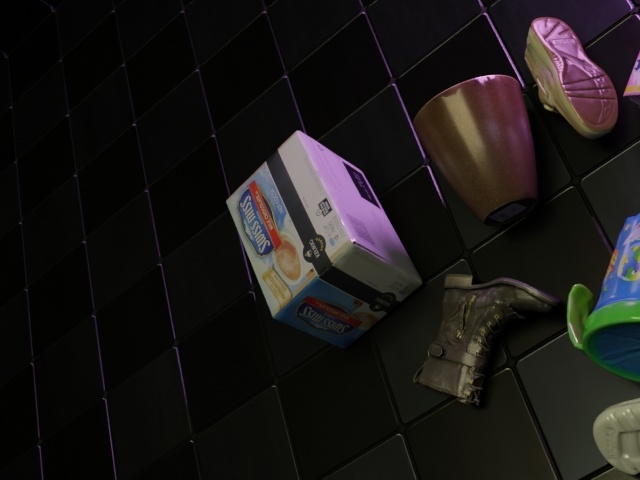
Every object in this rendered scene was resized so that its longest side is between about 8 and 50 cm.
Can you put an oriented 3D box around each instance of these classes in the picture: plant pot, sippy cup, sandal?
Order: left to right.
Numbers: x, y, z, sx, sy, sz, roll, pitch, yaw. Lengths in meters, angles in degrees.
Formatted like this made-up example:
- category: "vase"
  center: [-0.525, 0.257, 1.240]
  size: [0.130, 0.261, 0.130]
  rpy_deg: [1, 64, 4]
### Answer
- category: "plant pot"
  center: [0.312, -0.151, 1.937]
  size: [0.215, 0.215, 0.230]
  rpy_deg: [-30, 66, 27]
- category: "sippy cup"
  center: [0.534, 0.079, 1.600]
  size: [0.305, 0.240, 0.224]
  rpy_deg: [7, 61, 18]
- category: "sandal"
  center: [0.597, 0.256, 1.516]
  size: [0.416, 0.169, 0.102]
  rpy_deg: [-10, 23, 39]

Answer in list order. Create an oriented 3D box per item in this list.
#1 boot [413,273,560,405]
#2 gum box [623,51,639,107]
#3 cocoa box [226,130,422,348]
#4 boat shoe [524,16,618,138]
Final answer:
- category: "boot"
  center: [0.295, 0.183, 1.856]
  size: [0.263, 0.091, 0.229]
  rpy_deg: [4, 77, 47]
- category: "gum box"
  center: [0.611, -0.286, 1.780]
  size: [0.188, 0.062, 0.107]
  rpy_deg: [10, 75, 66]
- category: "cocoa box"
  center: [0.000, 0.000, 2.094]
  size: [0.228, 0.231, 0.347]
  rpy_deg: [-42, 46, 19]
- category: "boat shoe"
  center: [0.459, -0.288, 1.938]
  size: [0.098, 0.109, 0.302]
  rpy_deg: [105, 154, -47]
